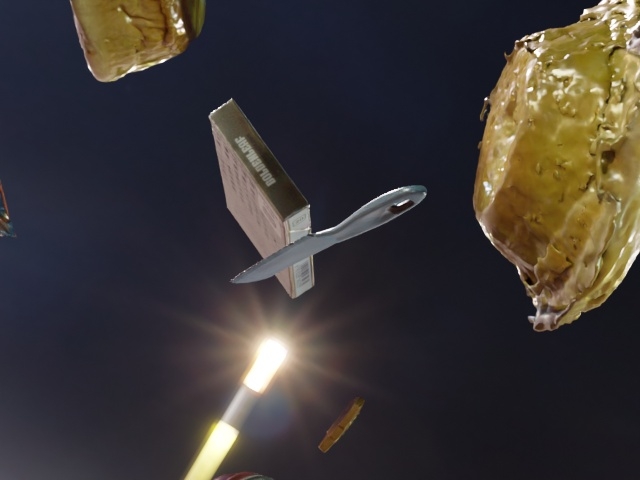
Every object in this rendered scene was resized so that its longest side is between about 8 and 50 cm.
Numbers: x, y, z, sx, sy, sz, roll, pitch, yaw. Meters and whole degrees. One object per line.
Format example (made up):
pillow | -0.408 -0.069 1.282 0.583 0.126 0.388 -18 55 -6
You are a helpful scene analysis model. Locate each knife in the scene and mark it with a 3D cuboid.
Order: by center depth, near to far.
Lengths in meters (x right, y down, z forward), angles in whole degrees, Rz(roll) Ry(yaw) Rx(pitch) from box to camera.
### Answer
knife | 0.000 0.000 1.543 0.044 0.019 0.313 9 -23 -34

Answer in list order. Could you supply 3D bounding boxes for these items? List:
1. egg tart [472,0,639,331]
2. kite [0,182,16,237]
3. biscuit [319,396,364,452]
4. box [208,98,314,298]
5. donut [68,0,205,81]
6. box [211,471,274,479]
egg tart | 0.194 -0.076 1.221 0.116 0.295 0.295 15 -12 -8
kite | -0.350 -0.057 1.363 0.189 0.009 0.232 37 29 6
biscuit | 0.032 0.214 1.826 0.016 0.082 0.092 39 -37 -1
box | -0.076 -0.048 2.069 0.180 0.047 0.325 55 -11 17
donut | -0.195 -0.329 1.640 0.159 0.330 0.330 -8 -16 -2
box | -0.088 0.468 1.789 0.108 0.263 0.404 10 -50 32
